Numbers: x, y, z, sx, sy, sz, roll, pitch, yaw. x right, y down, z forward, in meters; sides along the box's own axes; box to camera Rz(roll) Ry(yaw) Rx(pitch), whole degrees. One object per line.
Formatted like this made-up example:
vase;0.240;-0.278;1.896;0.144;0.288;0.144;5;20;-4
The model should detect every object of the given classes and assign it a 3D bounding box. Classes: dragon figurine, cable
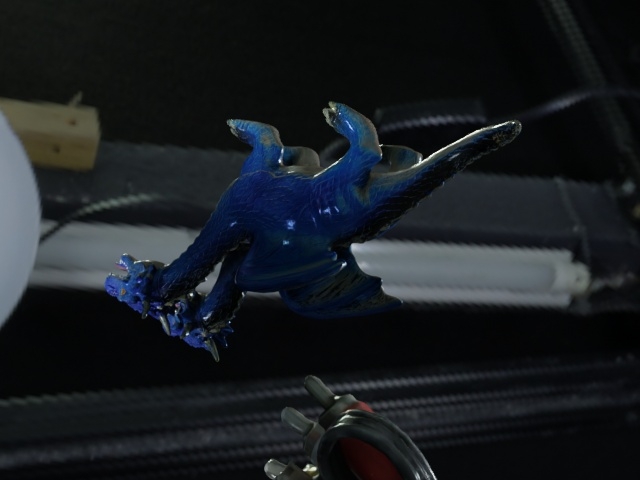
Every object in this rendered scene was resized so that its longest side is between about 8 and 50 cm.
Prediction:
dragon figurine;0.000;0.000;0.826;0.085;0.289;0.144;31;-117;-51
cable;0.088;0.186;0.827;0.287;0.139;0.072;33;-132;11
